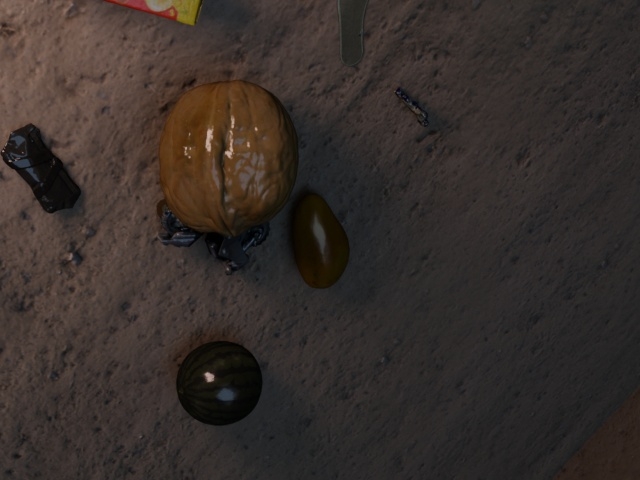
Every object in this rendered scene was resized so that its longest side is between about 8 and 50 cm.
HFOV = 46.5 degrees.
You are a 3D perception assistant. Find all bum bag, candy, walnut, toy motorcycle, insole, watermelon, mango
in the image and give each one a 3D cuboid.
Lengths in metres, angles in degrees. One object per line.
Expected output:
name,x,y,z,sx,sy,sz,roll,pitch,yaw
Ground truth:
bum bag,-0.553,-0.136,1.471,0.087,0.049,0.198,-49,133,-26
candy,-0.353,-0.470,1.319,0.276,0.146,0.088,9,113,-31
walnut,-0.186,-0.163,1.508,0.277,0.252,0.313,-3,92,-19
toy motorcycle,-0.242,-0.005,1.677,0.270,0.106,0.159,7,112,-37
insole,0.070,-0.493,1.624,0.080,0.003,0.232,-11,122,-23
watermelon,-0.248,0.350,1.825,0.212,0.212,0.212,-14,123,-21
mango,0.000,0.000,1.814,0.138,0.113,0.253,-17,118,-14

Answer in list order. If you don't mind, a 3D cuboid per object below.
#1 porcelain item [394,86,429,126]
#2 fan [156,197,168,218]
porcelain item,0.232,-0.309,1.776,0.021,0.075,0.136,-46,130,4
fan,-0.258,-0.128,1.659,0.152,0.008,0.227,21,107,-36
